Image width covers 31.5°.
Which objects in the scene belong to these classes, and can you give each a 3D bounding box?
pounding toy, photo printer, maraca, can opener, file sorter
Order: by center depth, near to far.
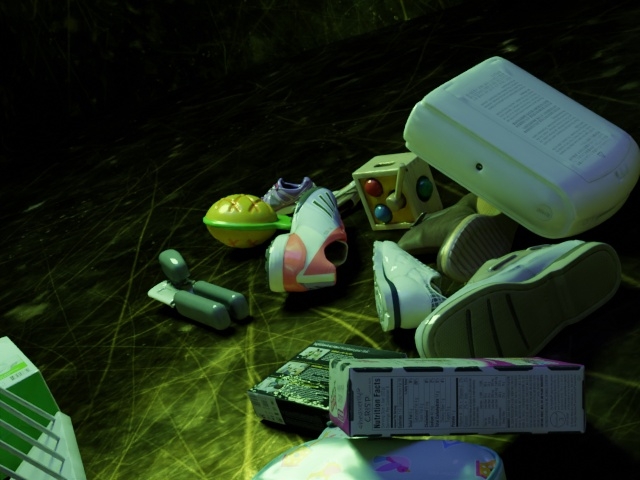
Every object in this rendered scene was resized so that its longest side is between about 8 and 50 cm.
[{"bbox_3d":[-0.394,0.288,1.288,0.193,0.173,0.277,-54,21,0],"label":"file sorter"},{"bbox_3d":[0.313,-0.135,1.681,0.307,0.107,0.256,35,41,19],"label":"photo printer"},{"bbox_3d":[-0.215,0.085,1.899,0.074,0.093,0.280,-29,25,-24],"label":"can opener"},{"bbox_3d":[0.131,-0.086,1.911,0.141,0.130,0.100,-3,27,44],"label":"pounding toy"},{"bbox_3d":[-0.125,-0.035,2.115,0.185,0.099,0.127,2,14,-9],"label":"maraca"}]

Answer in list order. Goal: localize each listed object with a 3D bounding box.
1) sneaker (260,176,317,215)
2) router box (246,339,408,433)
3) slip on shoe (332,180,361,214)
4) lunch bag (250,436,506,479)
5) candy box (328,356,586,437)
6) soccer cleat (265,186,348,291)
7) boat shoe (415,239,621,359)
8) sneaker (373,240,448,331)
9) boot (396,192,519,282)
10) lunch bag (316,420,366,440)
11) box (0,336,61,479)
[{"bbox_3d":[-0.086,-0.084,2.234,0.169,0.071,0.068,-18,19,13],"label":"sneaker"},{"bbox_3d":[0.012,0.184,1.434,0.133,0.046,0.178,-34,23,-33],"label":"router box"},{"bbox_3d":[0.054,-0.078,2.117,0.135,0.051,0.041,-23,57,-28],"label":"slip on shoe"},{"bbox_3d":[0.028,0.285,1.050,0.279,0.108,0.224,-7,25,38],"label":"lunch bag"},{"bbox_3d":[0.132,0.156,1.152,0.233,0.071,0.159,1,-3,-5],"label":"candy box"},{"bbox_3d":[0.000,0.000,1.897,0.116,0.109,0.318,5,24,12],"label":"soccer cleat"},{"bbox_3d":[0.230,0.082,1.397,0.302,0.113,0.103,-20,15,-28],"label":"boat shoe"},{"bbox_3d":[0.123,0.063,1.615,0.094,0.090,0.235,-8,23,0],"label":"sneaker"},{"bbox_3d":[0.192,0.006,1.712,0.206,0.090,0.248,-19,16,45],"label":"boot"},{"bbox_3d":[0.038,0.228,1.282,0.071,0.053,0.083,-11,13,26],"label":"lunch bag"},{"bbox_3d":[-0.530,0.272,1.661,0.262,0.127,0.231,-30,20,-21],"label":"box"}]
